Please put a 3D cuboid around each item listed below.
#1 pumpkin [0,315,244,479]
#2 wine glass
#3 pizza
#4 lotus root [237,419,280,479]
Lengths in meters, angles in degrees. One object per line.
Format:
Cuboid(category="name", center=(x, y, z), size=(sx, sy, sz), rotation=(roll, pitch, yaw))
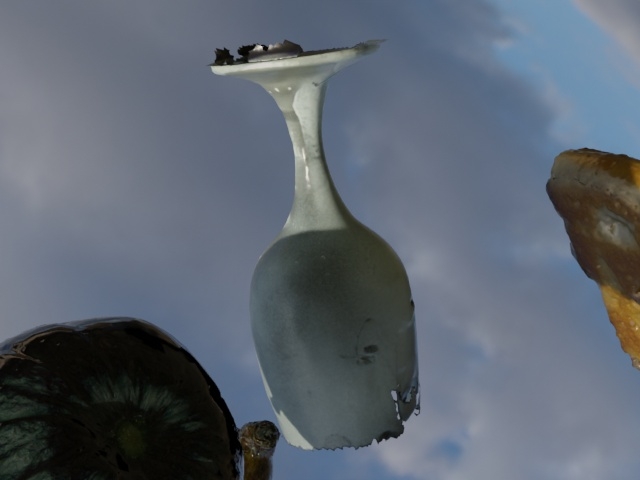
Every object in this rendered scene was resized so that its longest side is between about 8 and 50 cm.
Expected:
Cuboid(category="pumpkin", center=(-0.141, 0.144, 0.829), size=(0.202, 0.140, 0.202), rotation=(18, -128, -25))
Cuboid(category="wine glass", center=(0.000, 0.000, 1.036), size=(0.143, 0.321, 0.143), rotation=(-6, -167, 1))
Cuboid(category="pizza", center=(0.395, 0.055, 1.345), size=(0.409, 0.278, 0.114), rotation=(39, -113, 23))
Cuboid(category="lotus root", center=(-0.123, 0.282, 1.538), size=(0.120, 0.209, 0.120), rotation=(43, -162, -17))
